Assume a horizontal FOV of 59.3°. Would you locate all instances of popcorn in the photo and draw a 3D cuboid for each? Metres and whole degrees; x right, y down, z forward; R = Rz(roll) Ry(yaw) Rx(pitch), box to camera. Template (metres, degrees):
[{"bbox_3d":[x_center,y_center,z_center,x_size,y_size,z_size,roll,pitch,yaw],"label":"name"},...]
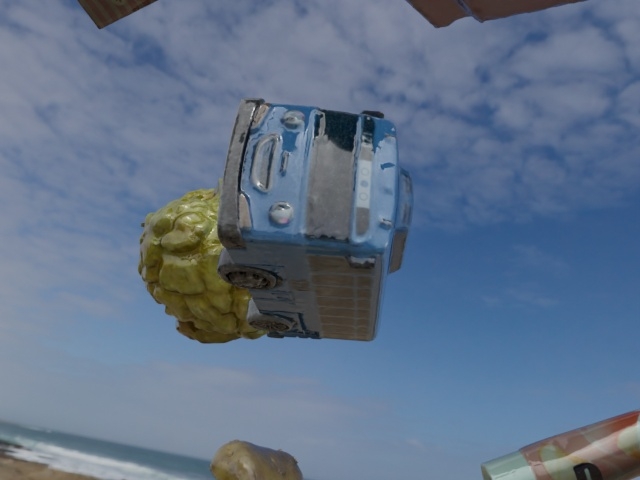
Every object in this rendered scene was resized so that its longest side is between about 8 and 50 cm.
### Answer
[{"bbox_3d":[-0.137,0.039,0.767,0.237,0.206,0.251,31,-41,12],"label":"popcorn"}]

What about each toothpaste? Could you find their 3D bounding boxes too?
[{"bbox_3d":[0.200,0.120,0.340,0.205,0.036,0.056,-18,-60,-2],"label":"toothpaste"}]

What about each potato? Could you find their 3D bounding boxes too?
[{"bbox_3d":[-0.101,0.411,1.002,0.164,0.081,0.200,31,-4,41],"label":"potato"}]

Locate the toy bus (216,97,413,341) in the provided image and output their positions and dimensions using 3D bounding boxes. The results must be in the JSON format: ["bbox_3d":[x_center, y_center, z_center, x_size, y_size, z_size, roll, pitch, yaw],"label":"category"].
[{"bbox_3d":[0.000,0.000,0.448,0.133,0.116,0.234,5,-24,5],"label":"toy bus"}]

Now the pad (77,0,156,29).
[{"bbox_3d":[-0.294,-0.438,0.812,0.300,0.005,0.202,-7,-46,32],"label":"pad"}]

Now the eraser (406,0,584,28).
[{"bbox_3d":[0.118,-0.312,0.430,0.272,0.122,0.359,7,-5,41],"label":"eraser"}]
